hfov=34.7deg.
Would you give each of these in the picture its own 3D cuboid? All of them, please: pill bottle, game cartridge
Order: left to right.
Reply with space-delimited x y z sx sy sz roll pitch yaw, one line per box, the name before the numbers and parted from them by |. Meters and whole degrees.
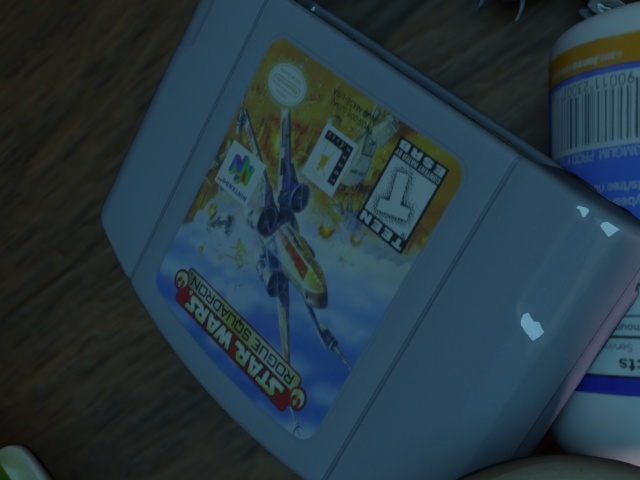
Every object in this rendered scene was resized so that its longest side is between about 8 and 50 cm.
game cartridge | 0.000 0.000 0.522 0.297 0.062 0.198 41 107 35
pill bottle | 0.186 0.032 0.496 0.152 0.152 0.272 0 85 12

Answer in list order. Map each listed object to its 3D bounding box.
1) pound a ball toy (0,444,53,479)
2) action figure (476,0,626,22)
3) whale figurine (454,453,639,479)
pound a ball toy | -0.192 0.239 0.530 0.136 0.208 0.319 -40 79 6
action figure | 0.188 -0.228 0.550 0.285 0.099 0.185 -43 83 9
whale figurine | 0.136 0.195 0.388 0.272 0.141 0.216 28 85 6
